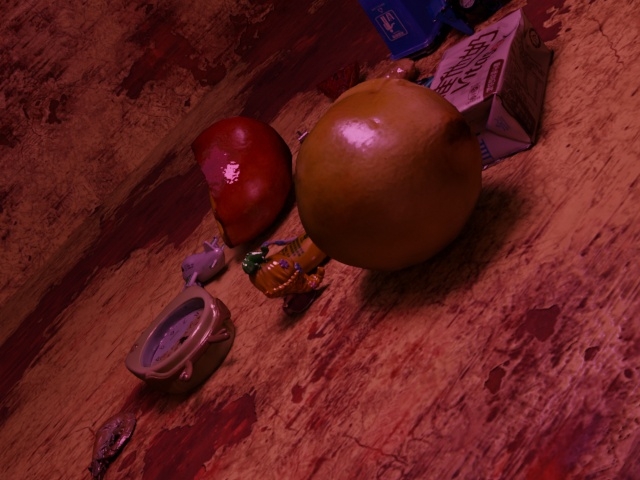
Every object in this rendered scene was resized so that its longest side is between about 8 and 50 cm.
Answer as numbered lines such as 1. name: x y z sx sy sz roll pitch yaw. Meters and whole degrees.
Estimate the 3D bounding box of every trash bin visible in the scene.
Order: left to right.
1. trash bin: 0.219 -0.610 2.075 0.162 0.234 0.184 -14 38 50

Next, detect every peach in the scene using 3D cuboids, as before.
1. peach: -0.208 -0.137 1.946 0.281 0.281 0.338 -18 43 45
2. peach: 0.106 -0.101 1.309 0.315 0.314 0.281 3 27 36

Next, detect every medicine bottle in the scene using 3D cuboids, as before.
1. medicine bottle: 0.000 0.000 1.606 0.260 0.064 0.095 -39 32 11

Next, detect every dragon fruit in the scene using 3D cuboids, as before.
1. dragon fruit: 0.076 -0.459 2.263 0.106 0.083 0.162 -42 10 -29

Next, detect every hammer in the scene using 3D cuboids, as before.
1. hammer: -0.056 -0.308 2.290 0.035 0.019 0.110 -42 18 3

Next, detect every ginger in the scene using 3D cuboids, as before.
1. ginger: 0.129 -0.358 2.008 0.299 0.065 0.118 -44 8 -5

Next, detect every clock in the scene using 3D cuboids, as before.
1. clock: -0.278 0.219 1.645 0.235 0.096 0.308 -48 24 -14

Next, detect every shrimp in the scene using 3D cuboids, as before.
1. shrimp: -0.432 0.423 1.633 0.099 0.041 0.180 -18 29 18

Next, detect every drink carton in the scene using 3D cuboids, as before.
1. drink carton: 0.312 -0.282 1.505 0.194 0.132 0.325 -23 29 38

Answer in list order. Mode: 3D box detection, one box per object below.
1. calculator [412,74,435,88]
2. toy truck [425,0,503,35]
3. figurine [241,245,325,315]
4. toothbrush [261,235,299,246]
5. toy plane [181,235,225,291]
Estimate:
1. calculator: 0.157 -0.264 1.739 0.248 0.058 0.274 -45 8 1
2. toy truck: 0.370 -0.597 1.950 0.208 0.126 0.113 -34 30 20
3. figurine: -0.067 0.060 1.496 0.115 0.156 0.095 -41 23 13
4. toothbrush: -0.088 0.002 1.813 0.017 0.014 0.162 -41 19 -34
5. toy plane: -0.292 0.059 1.955 0.174 0.080 0.174 -47 17 19
